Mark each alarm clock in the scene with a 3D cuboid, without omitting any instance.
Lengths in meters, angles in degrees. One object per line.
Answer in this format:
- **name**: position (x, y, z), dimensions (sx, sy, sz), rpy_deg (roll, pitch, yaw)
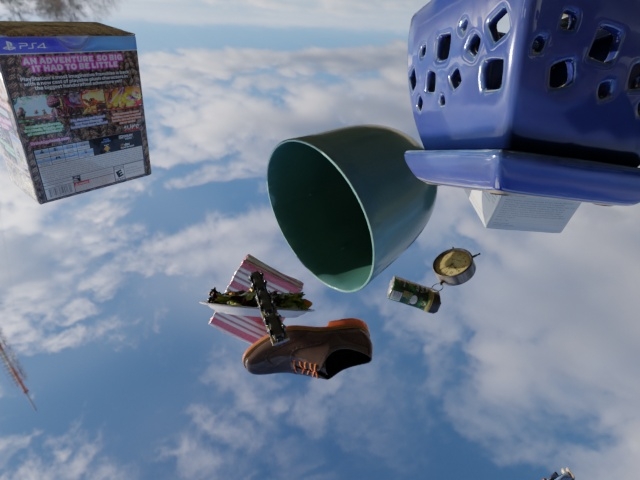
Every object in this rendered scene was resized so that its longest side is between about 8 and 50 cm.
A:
- **alarm clock**: position (0.422, 0.101, 1.303), dimensions (0.192, 0.064, 0.129), rpy_deg (-42, -148, -21)

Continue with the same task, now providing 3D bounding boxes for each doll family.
- **doll family**: position (0.511, 0.570, 0.883), dimensions (0.112, 0.192, 0.076), rpy_deg (-28, -167, 2)

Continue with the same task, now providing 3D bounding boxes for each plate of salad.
- **plate of salad**: position (-0.108, 0.106, 0.707), dimensions (0.200, 0.048, 0.200), rpy_deg (5, 173, 1)

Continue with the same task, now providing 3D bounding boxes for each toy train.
- **toy train**: position (-0.077, 0.098, 0.585), dimensions (0.027, 0.036, 0.158), rpy_deg (-16, -147, -14)

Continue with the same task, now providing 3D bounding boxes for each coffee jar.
- **coffee jar**: position (0.337, 0.194, 1.442), dimensions (0.185, 0.078, 0.096), rpy_deg (19, -160, 4)

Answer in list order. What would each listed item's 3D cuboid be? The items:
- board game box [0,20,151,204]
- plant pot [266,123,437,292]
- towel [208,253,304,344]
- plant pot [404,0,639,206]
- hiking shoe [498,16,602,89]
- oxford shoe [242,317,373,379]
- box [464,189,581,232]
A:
- **board game box**: position (-0.484, -0.253, 0.780), dimensions (0.141, 0.290, 0.232), rpy_deg (28, -143, 28)
- **plant pot**: position (0.077, -0.086, 0.766), dimensions (0.235, 0.292, 0.293), rpy_deg (-30, -131, -29)
- **towel**: position (-0.142, 0.140, 0.887), dimensions (0.144, 0.196, 0.029), rpy_deg (29, -162, -7)
- **plant pot**: position (0.236, -0.155, 0.450), dimensions (0.236, 0.211, 0.236), rpy_deg (4, -170, -14)
- **hiking shoe**: position (0.488, -0.387, 0.868), dimensions (0.305, 0.113, 0.132), rpy_deg (-13, 176, 17)
- **oxford shoe**: position (-0.028, 0.232, 0.815), dimensions (0.272, 0.096, 0.098), rpy_deg (-15, -150, 2)
- **box**: position (0.434, -0.121, 0.882), dimensions (0.182, 0.118, 0.180), rpy_deg (4, -138, -7)
